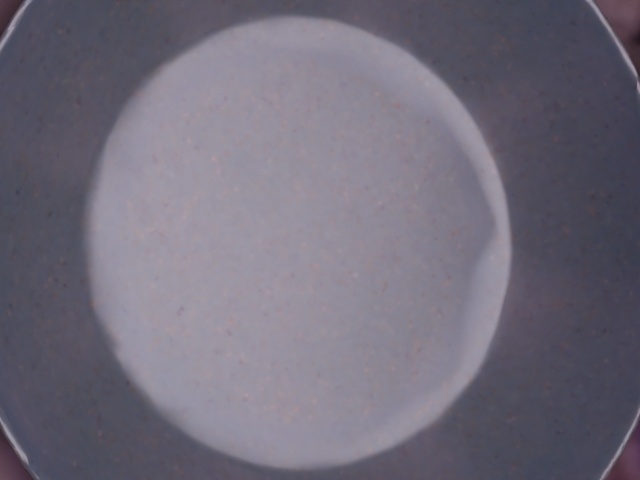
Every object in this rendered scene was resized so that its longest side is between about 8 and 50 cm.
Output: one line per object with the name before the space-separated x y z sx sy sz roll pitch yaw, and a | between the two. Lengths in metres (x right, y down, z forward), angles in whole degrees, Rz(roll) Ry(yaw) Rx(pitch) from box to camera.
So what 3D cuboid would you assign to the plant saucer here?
plant saucer | 0.000 0.000 0.436 0.194 0.037 0.195 2 85 -19
